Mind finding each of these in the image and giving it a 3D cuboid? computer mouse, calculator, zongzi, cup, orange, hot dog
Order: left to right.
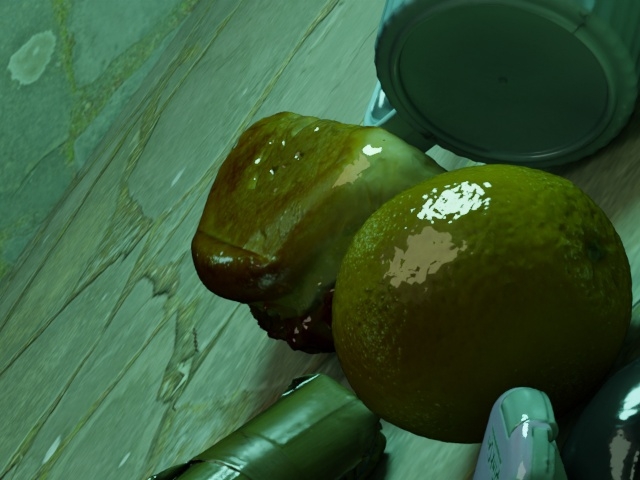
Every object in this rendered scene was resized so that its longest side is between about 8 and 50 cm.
[{"bbox_3d":[-0.052,0.290,1.417,0.123,0.289,0.260,27,42,32],"label":"zongzi"},{"bbox_3d":[0.002,0.001,1.592,0.223,0.185,0.405,-54,20,-6],"label":"hot dog"},{"bbox_3d":[0.122,0.049,1.209,0.236,0.236,0.236,-44,22,23],"label":"orange"},{"bbox_3d":[0.119,0.218,1.053,0.141,0.045,0.246,-87,9,-72],"label":"calculator"},{"bbox_3d":[0.170,-0.251,1.495,0.331,0.257,0.311,-7,47,30],"label":"cup"},{"bbox_3d":[0.205,0.156,1.054,0.147,0.088,0.264,-15,45,63],"label":"computer mouse"}]
